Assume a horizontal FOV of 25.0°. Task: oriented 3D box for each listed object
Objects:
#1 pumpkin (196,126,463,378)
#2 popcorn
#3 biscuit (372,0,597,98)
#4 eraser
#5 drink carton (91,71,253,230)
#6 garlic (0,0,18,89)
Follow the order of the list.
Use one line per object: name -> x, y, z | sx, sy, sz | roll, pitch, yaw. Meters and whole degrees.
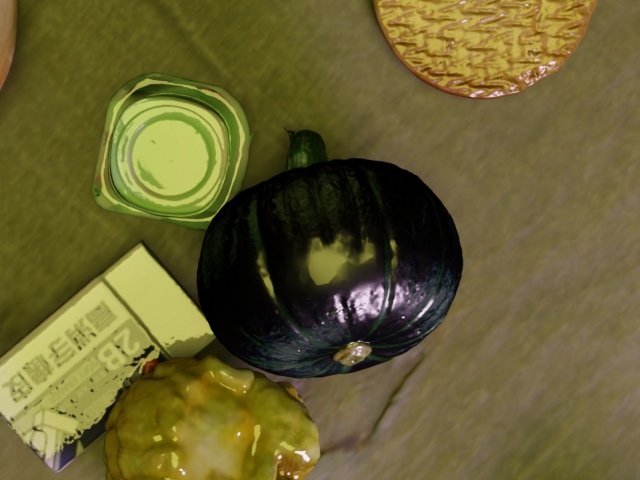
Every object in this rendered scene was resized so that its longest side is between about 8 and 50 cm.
pumpkin -> 0.000, 0.000, 1.346 | 0.248, 0.248, 0.248 | 0, 95, -5
popcorn -> -0.097, 0.205, 1.368 | 0.203, 0.200, 0.226 | -43, 101, -26
biscuit -> 0.162, -0.212, 1.428 | 0.224, 0.033, 0.144 | -2, 97, -5
eraser -> -0.215, 0.111, 1.406 | 0.210, 0.068, 0.124 | -41, 95, -1
drink carton -> -0.139, -0.083, 1.359 | 0.146, 0.142, 0.144 | 12, 93, -4
garlic -> -0.357, -0.191, 1.319 | 0.145, 0.164, 0.245 | 28, 86, 4
